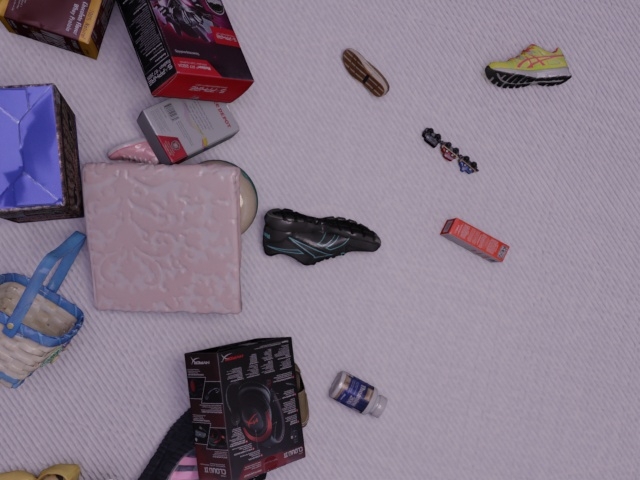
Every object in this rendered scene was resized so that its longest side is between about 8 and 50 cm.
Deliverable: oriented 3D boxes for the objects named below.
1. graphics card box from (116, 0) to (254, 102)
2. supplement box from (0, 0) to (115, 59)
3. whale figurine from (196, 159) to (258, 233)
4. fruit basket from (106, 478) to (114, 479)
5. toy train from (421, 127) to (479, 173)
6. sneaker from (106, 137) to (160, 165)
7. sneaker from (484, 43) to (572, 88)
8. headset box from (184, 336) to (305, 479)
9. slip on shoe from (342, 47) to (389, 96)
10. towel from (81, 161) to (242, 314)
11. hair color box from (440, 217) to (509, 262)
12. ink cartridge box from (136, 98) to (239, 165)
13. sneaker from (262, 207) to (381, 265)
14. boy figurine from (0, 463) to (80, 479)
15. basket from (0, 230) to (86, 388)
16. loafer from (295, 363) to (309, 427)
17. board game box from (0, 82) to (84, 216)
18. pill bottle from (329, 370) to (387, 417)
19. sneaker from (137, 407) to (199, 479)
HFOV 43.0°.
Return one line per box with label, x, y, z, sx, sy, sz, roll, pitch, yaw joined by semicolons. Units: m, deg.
graphics card box;-0.298;-0.469;1.668;0.094;0.233;0.370;-30;77;35
supplement box;-0.545;-0.512;1.707;0.194;0.129;0.191;17;85;-7
whale figurine;-0.254;-0.055;1.747;0.272;0.141;0.216;-42;94;16
fruit basket;-0.548;0.678;1.621;0.327;0.165;0.353;-10;91;-19
toy train;0.298;-0.202;1.872;0.158;0.027;0.036;37;86;-5
sneaker;-0.388;-0.180;1.755;0.134;0.051;0.070;-17;85;-13
sneaker;0.477;-0.410;1.889;0.209;0.081;0.094;-3;81;-15
headset box;-0.152;0.360;1.684;0.218;0.110;0.293;-6;88;-48
slip on shoe;0.105;-0.384;1.846;0.135;0.051;0.041;44;42;3
towel;-0.320;-0.004;1.672;0.332;0.053;0.316;2;105;10
hair color box;0.350;0.000;1.849;0.141;0.072;0.043;29;84;-7
ink cartridge box;-0.282;-0.247;1.742;0.175;0.072;0.127;-30;92;-26
sneaker;0.000;0.000;1.799;0.267;0.101;0.106;10;108;-9
boy figurine;-0.620;0.556;1.670;0.285;0.092;0.177;-27;89;-6
basket;-0.569;0.126;1.621;0.201;0.255;0.289;27;103;-5
loafer;-0.058;0.342;1.782;0.056;0.050;0.148;-13;89;-9
board game box;-0.565;-0.162;1.606;0.141;0.291;0.232;-5;89;-10
pill bottle;0.085;0.343;1.795;0.120;0.067;0.067;29;84;-6
sneaker;-0.284;0.485;1.732;0.319;0.112;0.131;-54;131;-16
